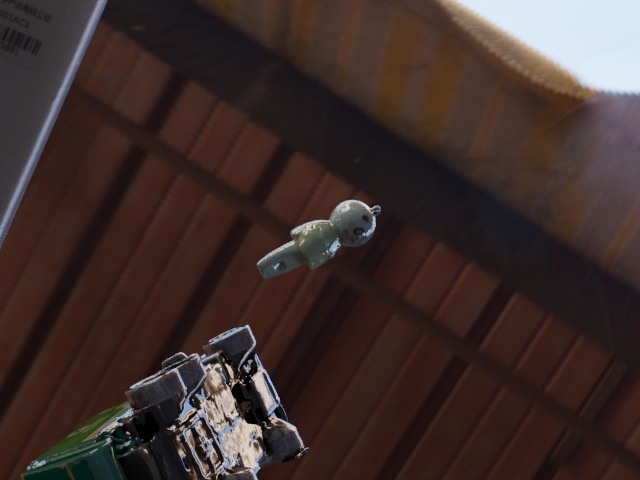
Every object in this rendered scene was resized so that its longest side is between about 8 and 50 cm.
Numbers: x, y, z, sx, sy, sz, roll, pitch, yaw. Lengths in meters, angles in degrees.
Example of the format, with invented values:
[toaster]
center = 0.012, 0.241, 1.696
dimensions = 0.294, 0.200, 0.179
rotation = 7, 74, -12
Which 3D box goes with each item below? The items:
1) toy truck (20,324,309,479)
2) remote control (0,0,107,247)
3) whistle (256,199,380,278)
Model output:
[toy truck]
center = -0.103, 0.143, 1.186
dimensions = 0.124, 0.253, 0.114
rotation = -23, -86, 16
[remote control]
center = -0.137, 0.007, 0.539
dimensions = 0.067, 0.029, 0.261
rotation = 22, -84, -17
[whistle]
center = 0.000, 0.000, 1.285
dimensions = 0.100, 0.035, 0.035
rotation = -27, -89, -4
